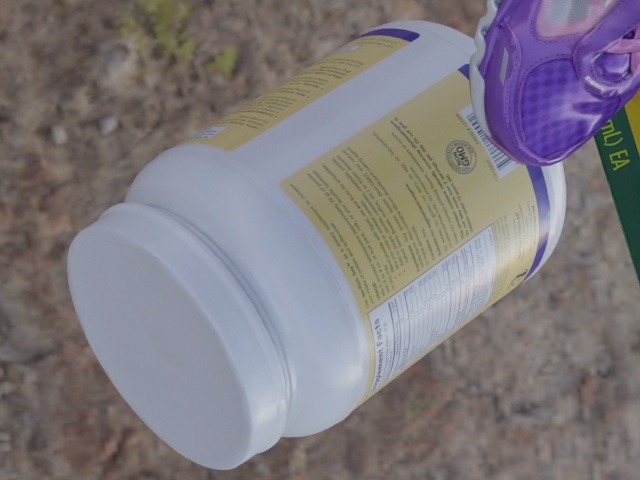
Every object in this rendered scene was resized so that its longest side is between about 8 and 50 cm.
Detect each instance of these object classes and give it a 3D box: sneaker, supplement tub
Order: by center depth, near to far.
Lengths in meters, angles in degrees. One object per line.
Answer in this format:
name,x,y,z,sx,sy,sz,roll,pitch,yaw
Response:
sneaker,0.171,-0.129,0.828,0.095,0.104,0.236,34,100,-35
supplement tub,0.000,0.000,1.277,0.331,0.241,0.241,-34,105,-31

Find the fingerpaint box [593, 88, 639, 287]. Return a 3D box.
fingerpaint box,0.363,-0.089,1.012,0.163,0.371,0.445,-13,87,-60
